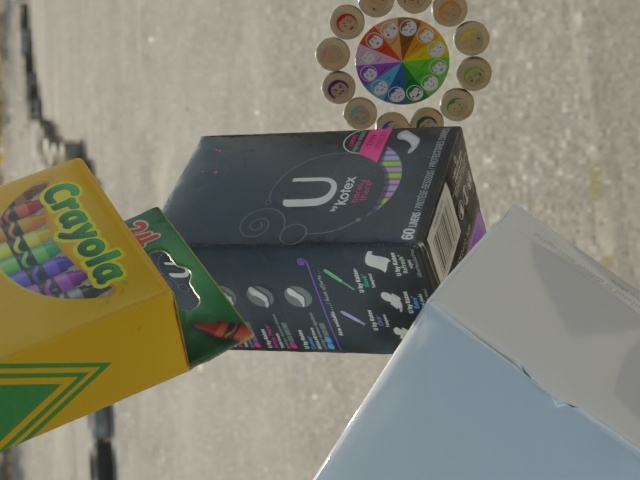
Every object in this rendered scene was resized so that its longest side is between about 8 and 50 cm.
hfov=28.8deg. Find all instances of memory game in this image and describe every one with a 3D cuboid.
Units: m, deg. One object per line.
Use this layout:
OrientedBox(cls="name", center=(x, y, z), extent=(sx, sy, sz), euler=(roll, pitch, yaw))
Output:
OrientedBox(cls="memory game", center=(0.086, -0.184, 1.296), extent=(0.012, 0.186, 0.186), euler=(-82, 0, -59))

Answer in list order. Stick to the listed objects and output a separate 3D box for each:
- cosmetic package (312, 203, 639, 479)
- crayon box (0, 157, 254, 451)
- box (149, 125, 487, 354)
OrientedBox(cls="cosmetic package", center=(0.114, 0.179, 0.943), extent=(0.197, 0.155, 0.365), euler=(37, 131, 9))
OrientedBox(cls="crayon box", center=(-0.234, 0.051, 0.902), extent=(0.202, 0.319, 0.081), euler=(47, 153, 46))
OrientedBox(cls="box", center=(0.000, 0.000, 1.153), extent=(0.165, 0.270, 0.143), euler=(-68, -32, -43))
